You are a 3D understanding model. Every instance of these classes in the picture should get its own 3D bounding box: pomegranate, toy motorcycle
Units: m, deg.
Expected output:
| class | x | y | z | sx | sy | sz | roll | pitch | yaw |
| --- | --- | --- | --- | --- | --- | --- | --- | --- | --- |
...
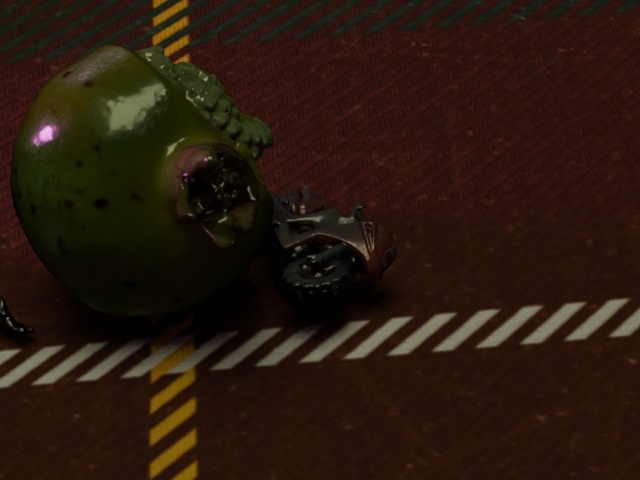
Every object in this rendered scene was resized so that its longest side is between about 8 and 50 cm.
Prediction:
| class | x | y | z | sx | sy | sz | roll | pitch | yaw |
| --- | --- | --- | --- | --- | --- | --- | --- | --- | --- |
| pomegranate | -0.154 | -0.053 | 1.815 | 0.260 | 0.260 | 0.340 | -20 | 13 | -19 |
| toy motorcycle | 0.000 | 0.000 | 1.905 | 0.118 | 0.084 | 0.212 | -16 | 28 | -12 |

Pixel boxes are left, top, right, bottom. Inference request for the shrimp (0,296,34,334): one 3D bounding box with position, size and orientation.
| class | x | y | z | sx | sy | sz | roll | pitch | yaw |
| --- | --- | --- | --- | --- | --- | --- | --- | --- | --- |
| shrimp | -0.359 | 0.012 | 1.932 | 0.262 | 0.066 | 0.117 | 25 | 47 | 29 |
